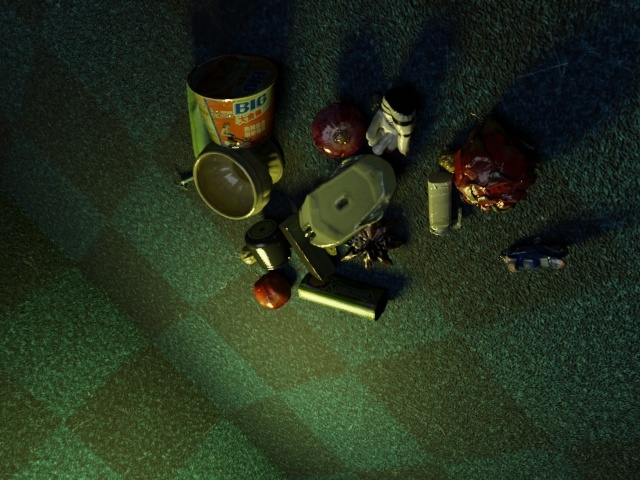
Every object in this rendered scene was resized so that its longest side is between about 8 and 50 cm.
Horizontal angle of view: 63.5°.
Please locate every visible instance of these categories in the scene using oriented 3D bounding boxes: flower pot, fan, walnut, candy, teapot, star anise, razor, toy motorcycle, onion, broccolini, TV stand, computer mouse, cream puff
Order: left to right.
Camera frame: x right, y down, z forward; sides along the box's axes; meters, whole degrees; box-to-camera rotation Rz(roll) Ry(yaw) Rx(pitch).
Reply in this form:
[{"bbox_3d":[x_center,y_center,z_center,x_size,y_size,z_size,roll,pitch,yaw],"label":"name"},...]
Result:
[{"bbox_3d":[-0.544,-0.265,2.205,0.191,0.037,0.068,-16,156,38],"label":"razor"},{"bbox_3d":[-0.423,-0.442,1.906,0.132,0.142,0.343,26,134,27],"label":"candy"},{"bbox_3d":[-0.284,-0.254,1.886,0.308,0.244,0.307,17,130,21],"label":"flower pot"},{"bbox_3d":[-0.308,0.058,2.269,0.092,0.092,0.092,19,132,22],"label":"walnut"},{"bbox_3d":[-0.052,0.028,2.034,0.269,0.083,0.088,57,164,-21],"label":"TV stand"},{"bbox_3d":[-0.001,0.001,2.000,0.230,0.011,0.334,31,157,47],"label":"fan"},{"bbox_3d":[0.061,-0.349,1.642,0.178,0.153,0.177,6,111,17],"label":"onion"},{"bbox_3d":[0.101,-0.134,1.756,0.429,0.146,0.228,-36,84,36],"label":"computer mouse"},{"bbox_3d":[0.167,0.009,1.846,0.272,0.102,0.271,4,117,9],"label":"star anise"},{"bbox_3d":[0.182,-0.362,1.634,0.044,0.042,0.218,12,136,25],"label":"broccolini"},{"bbox_3d":[0.399,-0.115,1.650,0.107,0.077,0.200,-1,125,12],"label":"teapot"},{"bbox_3d":[0.394,-0.240,1.553,0.083,0.058,0.083,49,-179,13],"label":"cream puff"},{"bbox_3d":[0.644,0.051,1.578,0.205,0.114,0.076,-4,120,38],"label":"toy motorcycle"}]

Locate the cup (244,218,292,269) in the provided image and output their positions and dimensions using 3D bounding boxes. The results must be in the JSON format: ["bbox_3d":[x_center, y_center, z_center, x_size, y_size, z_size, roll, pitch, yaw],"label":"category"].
[{"bbox_3d":[-0.184,0.013,2.104,0.223,0.169,0.176,-12,124,8],"label":"cup"}]

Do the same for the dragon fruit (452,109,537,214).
[{"bbox_3d":[0.471,-0.218,1.446,0.234,0.234,0.292,-23,78,44],"label":"dragon fruit"}]

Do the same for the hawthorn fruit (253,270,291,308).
[{"bbox_3d":[-0.223,0.207,2.278,0.194,0.157,0.157,52,136,-8],"label":"hawthorn fruit"}]

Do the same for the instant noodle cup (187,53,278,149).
[{"bbox_3d":[-0.272,-0.451,1.708,0.297,0.296,0.213,19,140,21],"label":"instant noodle cup"}]

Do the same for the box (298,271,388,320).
[{"bbox_3d":[0.092,0.216,2.082,0.346,0.134,0.097,15,130,26],"label":"box"}]

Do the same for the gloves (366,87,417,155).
[{"bbox_3d":[0.223,-0.348,1.561,0.140,0.131,0.218,21,161,8],"label":"gloves"}]
